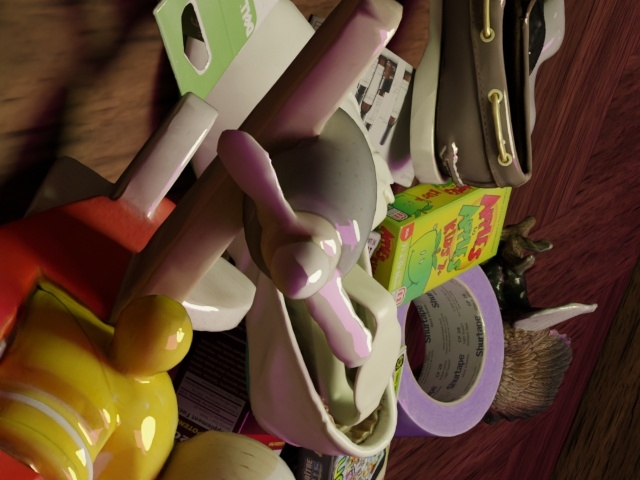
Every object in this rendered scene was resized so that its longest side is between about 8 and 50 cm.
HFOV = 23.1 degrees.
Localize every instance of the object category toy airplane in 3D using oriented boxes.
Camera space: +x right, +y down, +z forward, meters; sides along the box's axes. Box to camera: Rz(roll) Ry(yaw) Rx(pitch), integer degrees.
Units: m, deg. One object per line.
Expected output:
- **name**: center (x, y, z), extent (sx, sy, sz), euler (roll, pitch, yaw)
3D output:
- **toy airplane**: center (-0.114, 0.074, 0.817), extent (0.384, 0.272, 0.386), euler (-45, 172, -22)

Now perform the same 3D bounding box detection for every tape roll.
- **tape roll**: center (0.093, 0.098, 1.530), extent (0.189, 0.080, 0.189), euler (7, 80, -46)

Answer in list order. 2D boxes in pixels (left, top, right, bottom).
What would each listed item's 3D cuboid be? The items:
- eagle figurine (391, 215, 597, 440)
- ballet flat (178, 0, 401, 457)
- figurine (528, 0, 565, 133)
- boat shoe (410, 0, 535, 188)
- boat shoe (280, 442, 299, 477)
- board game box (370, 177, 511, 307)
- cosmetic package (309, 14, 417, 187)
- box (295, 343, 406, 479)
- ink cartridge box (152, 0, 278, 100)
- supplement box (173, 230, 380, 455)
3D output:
- **eagle figurine**: center (0.168, 0.118, 1.739), extent (0.225, 0.226, 0.298), euler (-71, 173, -70)
- **ballet flat**: center (0.000, 0.000, 1.121), extent (0.139, 0.139, 0.400), euler (-47, 142, -41)
- **figurine**: center (0.205, -0.209, 1.595), extent (0.209, 0.092, 0.215), euler (-59, 161, -28)
- **boat shoe**: center (0.141, -0.205, 1.306), extent (0.116, 0.097, 0.324), euler (-3, 99, -70)
- **boat shoe**: center (-0.026, 0.187, 1.473), extent (0.233, 0.084, 0.079), euler (-45, 132, -54)
- **board game box**: center (0.104, -0.007, 1.437), extent (0.181, 0.043, 0.092), euler (-25, 133, -46)
- **cosmetic package**: center (0.038, -0.109, 1.311), extent (0.098, 0.060, 0.239), euler (-65, 161, 4)
- **box**: center (0.022, 0.197, 1.420), extent (0.114, 0.036, 0.207), euler (-35, 140, -48)
- **ink cartridge box**: center (-0.057, -0.190, 0.965), extent (0.209, 0.062, 0.109), euler (-56, 159, -23)
- **supplement box**: center (-0.044, 0.082, 1.311), extent (0.239, 0.073, 0.130), euler (-65, 161, 2)
